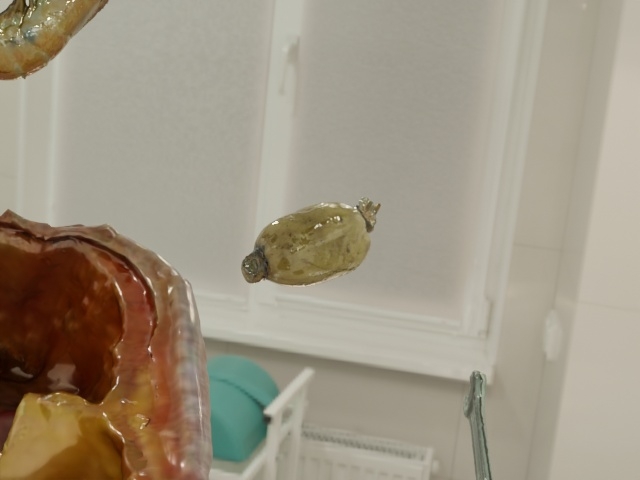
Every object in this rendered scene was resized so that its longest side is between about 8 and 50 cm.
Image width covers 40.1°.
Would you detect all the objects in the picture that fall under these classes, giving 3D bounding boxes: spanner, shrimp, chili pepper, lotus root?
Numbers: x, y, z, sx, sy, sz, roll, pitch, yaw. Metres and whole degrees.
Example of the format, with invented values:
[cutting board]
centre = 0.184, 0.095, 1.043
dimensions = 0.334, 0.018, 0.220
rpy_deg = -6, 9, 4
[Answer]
[spanner]
centre = 0.174, 0.255, 0.926
dimensions = 0.018, 0.071, 0.302
rpy_deg = 9, 33, -2
[shrimp]
centre = -0.162, -0.147, 0.493
dimensions = 0.127, 0.091, 0.025
rpy_deg = -39, 17, -30
[chili pepper]
centre = -0.185, 0.149, 0.339
dimensions = 0.229, 0.305, 0.251
rpy_deg = 21, 22, -15
[lotus root]
centre = 0.000, 0.000, 0.770
dimensions = 0.152, 0.063, 0.072
rpy_deg = -28, 57, -32
